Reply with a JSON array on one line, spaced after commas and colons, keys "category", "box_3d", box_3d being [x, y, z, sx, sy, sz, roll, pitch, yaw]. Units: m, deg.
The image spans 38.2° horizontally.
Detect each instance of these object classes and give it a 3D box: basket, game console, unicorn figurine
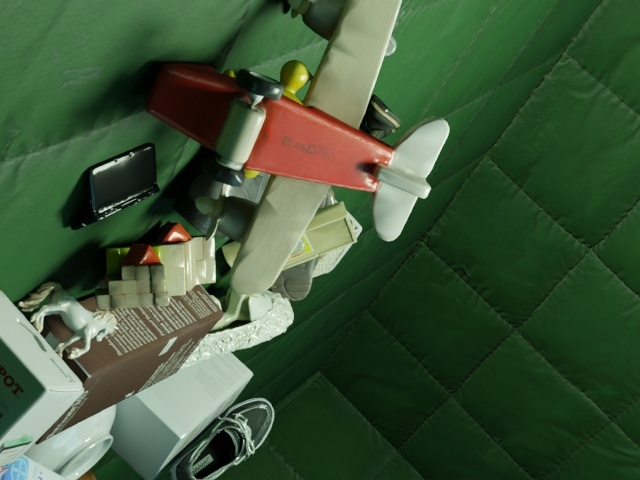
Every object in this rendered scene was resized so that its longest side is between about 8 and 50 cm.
[{"category": "basket", "box_3d": [0.000, 0.000, 2.226, 0.103, 0.113, 0.167, -26, 157, -50]}, {"category": "game console", "box_3d": [-0.291, -0.075, 1.294, 0.107, 0.071, 0.122, -16, -169, 44]}, {"category": "unicorn figurine", "box_3d": [-0.369, 0.125, 1.392, 0.060, 0.162, 0.111, -2, -140, 38]}]

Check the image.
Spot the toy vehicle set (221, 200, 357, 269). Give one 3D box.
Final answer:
[{"category": "toy vehicle set", "box_3d": [-0.061, 0.008, 1.944, 0.266, 0.035, 0.166, -21, 159, 1]}]

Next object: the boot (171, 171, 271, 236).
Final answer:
[{"category": "boot", "box_3d": [-0.096, -0.116, 1.574, 0.223, 0.118, 0.338, -54, 170, 12]}]

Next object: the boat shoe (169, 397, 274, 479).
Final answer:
[{"category": "boat shoe", "box_3d": [-0.196, 0.434, 2.019, 0.306, 0.113, 0.105, -27, 174, -43]}]

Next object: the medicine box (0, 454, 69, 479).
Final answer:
[{"category": "medicine box", "box_3d": [-0.536, 0.529, 1.586, 0.149, 0.264, 0.289, -9, 147, 18]}]

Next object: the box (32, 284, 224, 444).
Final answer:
[{"category": "box", "box_3d": [-0.356, 0.185, 1.609, 0.191, 0.143, 0.381, -49, 165, 28]}]

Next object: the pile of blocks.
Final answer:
[{"category": "pile of blocks", "box_3d": [-0.276, 0.030, 1.524, 0.362, 0.148, 0.113, -26, 116, -79]}]

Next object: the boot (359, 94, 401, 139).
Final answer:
[{"category": "boot", "box_3d": [0.099, -0.224, 1.944, 0.137, 0.077, 0.198, -41, 167, 5]}]

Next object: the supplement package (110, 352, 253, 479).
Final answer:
[{"category": "supplement package", "box_3d": [-0.327, 0.343, 2.016, 0.262, 0.199, 0.198, -38, 167, -50]}]

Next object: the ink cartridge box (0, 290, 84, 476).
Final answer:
[{"category": "ink cartridge box", "box_3d": [-0.477, 0.216, 1.176, 0.278, 0.201, 0.117, -45, 168, -1]}]

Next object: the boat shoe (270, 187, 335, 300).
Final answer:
[{"category": "boat shoe", "box_3d": [-0.045, -0.010, 2.103, 0.116, 0.123, 0.324, -84, -166, -52]}]

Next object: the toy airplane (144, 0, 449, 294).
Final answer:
[{"category": "toy airplane", "box_3d": [-0.022, -0.152, 1.295, 0.386, 0.272, 0.384, -31, 127, -12]}]

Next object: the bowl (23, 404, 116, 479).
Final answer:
[{"category": "bowl", "box_3d": [-0.499, 0.384, 1.791, 0.298, 0.134, 0.298, -43, 168, -11]}]

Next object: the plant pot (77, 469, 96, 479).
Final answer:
[{"category": "plant pot", "box_3d": [-0.592, 0.650, 2.062, 0.203, 0.291, 0.291, -19, 156, -28]}]

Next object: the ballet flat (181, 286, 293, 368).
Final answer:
[{"category": "ballet flat", "box_3d": [-0.208, 0.169, 1.978, 0.409, 0.147, 0.147, -20, 154, -41]}]
